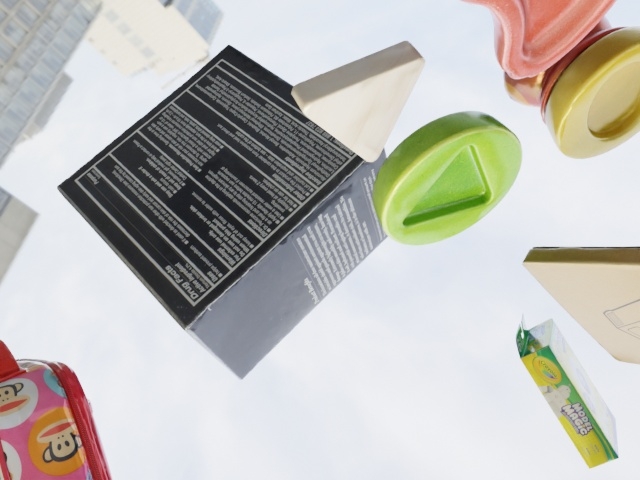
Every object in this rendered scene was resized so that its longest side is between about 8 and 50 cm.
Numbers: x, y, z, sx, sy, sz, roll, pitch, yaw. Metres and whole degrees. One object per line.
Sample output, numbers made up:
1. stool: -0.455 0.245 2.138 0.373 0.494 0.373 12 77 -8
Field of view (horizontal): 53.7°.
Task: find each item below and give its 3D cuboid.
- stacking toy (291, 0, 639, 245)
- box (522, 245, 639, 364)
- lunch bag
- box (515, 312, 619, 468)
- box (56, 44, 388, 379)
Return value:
1. stacking toy: 0.119 -0.151 0.495 0.279 0.309 0.130 -35 -126 9
2. box: 0.280 0.059 0.482 0.201 0.164 0.021 -2 -129 58
3. lunch bag: -0.342 0.240 0.736 0.120 0.259 0.293 -20 -175 -36
4. box: 0.303 0.175 0.786 0.043 0.179 0.105 -35 178 26
5. box: -0.111 -0.043 0.803 0.294 0.183 0.296 -43 -122 -13
